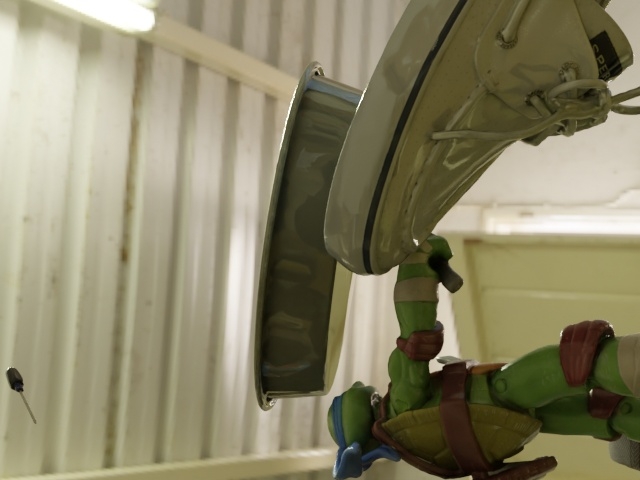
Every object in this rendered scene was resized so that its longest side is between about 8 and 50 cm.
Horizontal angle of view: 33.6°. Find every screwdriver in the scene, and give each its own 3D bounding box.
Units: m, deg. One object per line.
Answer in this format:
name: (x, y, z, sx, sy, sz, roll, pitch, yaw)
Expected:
screwdriver: (-0.451, 0.233, 1.608, 0.024, 0.170, 0.025, 18, -83, -33)

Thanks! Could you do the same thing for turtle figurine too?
turtle figurine: (0.143, 0.068, 0.767, 0.274, 0.266, 0.198, -44, -55, -57)

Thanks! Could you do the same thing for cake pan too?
cake pan: (0.000, 0.000, 0.886, 0.293, 0.054, 0.293, 8, -90, -85)

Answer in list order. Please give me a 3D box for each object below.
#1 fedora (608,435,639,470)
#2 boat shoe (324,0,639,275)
fedora: (0.441, 0.218, 1.265, 0.275, 0.243, 0.124, -4, -81, -45)
boat shoe: (0.146, -0.120, 0.673, 0.367, 0.156, 0.136, -60, -19, -3)
